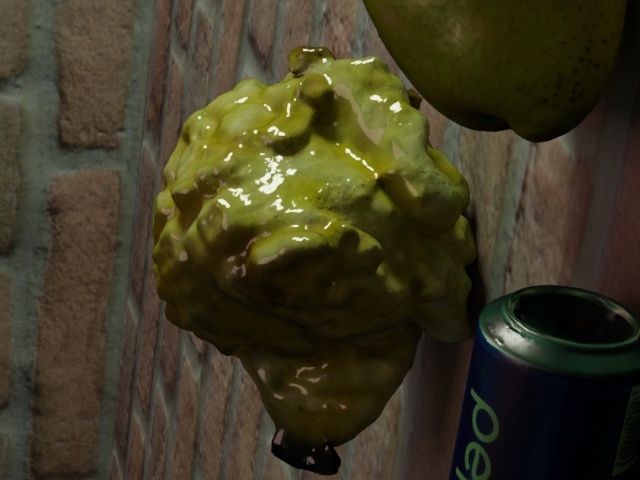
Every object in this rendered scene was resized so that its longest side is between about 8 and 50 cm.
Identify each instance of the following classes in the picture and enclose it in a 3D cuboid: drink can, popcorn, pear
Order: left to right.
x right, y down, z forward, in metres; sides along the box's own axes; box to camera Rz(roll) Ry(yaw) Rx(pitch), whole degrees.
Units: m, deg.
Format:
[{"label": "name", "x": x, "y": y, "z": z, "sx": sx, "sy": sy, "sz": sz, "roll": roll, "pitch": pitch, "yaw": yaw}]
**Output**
[{"label": "popcorn", "x": 0.003, "y": -0.007, "z": 1.471, "sx": 0.237, "sy": 0.293, "sz": 0.293, "roll": -55, "pitch": -4, "yaw": -33}, {"label": "pear", "x": 0.114, "y": -0.163, "z": 1.208, "sx": 0.187, "sy": 0.187, "sz": 0.219, "roll": 131, "pitch": 125, "yaw": -66}, {"label": "drink can", "x": 0.142, "y": 0.137, "z": 1.184, "sx": 0.118, "sy": 0.118, "sz": 0.204, "roll": -121, "pitch": 36, "yaw": -61}]
